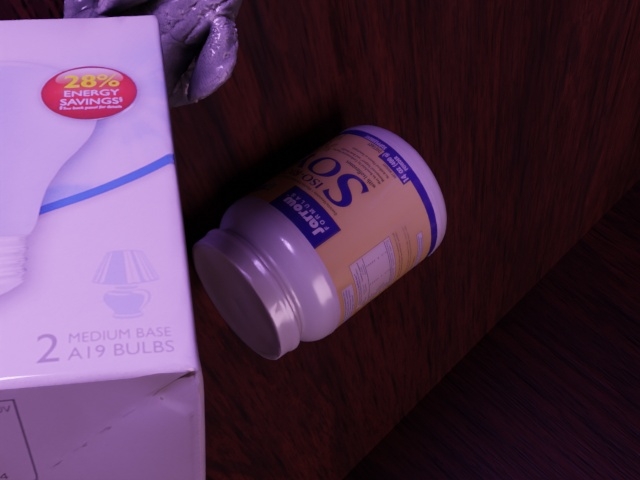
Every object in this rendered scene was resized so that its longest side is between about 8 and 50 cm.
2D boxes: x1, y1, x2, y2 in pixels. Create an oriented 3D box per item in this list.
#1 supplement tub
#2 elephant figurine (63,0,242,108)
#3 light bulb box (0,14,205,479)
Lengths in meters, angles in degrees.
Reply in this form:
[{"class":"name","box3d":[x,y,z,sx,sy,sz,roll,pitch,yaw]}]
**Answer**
[{"class":"supplement tub","box3d":[0.000,0.000,1.210,0.331,0.241,0.241,-36,150,-25]},{"class":"elephant figurine","box3d":[-0.135,-0.211,0.738,0.169,0.186,0.239,-3,167,-43]},{"class":"light bulb box","box3d":[-0.274,0.026,0.573,0.357,0.361,0.225,-4,136,-13]}]
